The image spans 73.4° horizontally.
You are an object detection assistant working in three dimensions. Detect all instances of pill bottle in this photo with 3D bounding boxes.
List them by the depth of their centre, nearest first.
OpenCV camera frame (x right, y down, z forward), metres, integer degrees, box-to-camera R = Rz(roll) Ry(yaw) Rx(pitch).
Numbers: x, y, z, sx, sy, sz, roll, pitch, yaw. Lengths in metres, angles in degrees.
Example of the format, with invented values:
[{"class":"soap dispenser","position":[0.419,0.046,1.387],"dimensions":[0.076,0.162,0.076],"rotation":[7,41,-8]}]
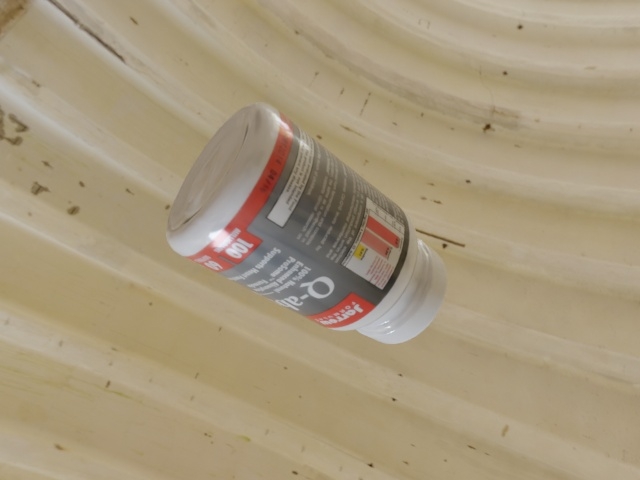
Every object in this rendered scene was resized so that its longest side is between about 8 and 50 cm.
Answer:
[{"class":"pill bottle","position":[0.000,0.000,0.594],"dimensions":[0.210,0.363,0.210],"rotation":[-37,-144,32]}]
